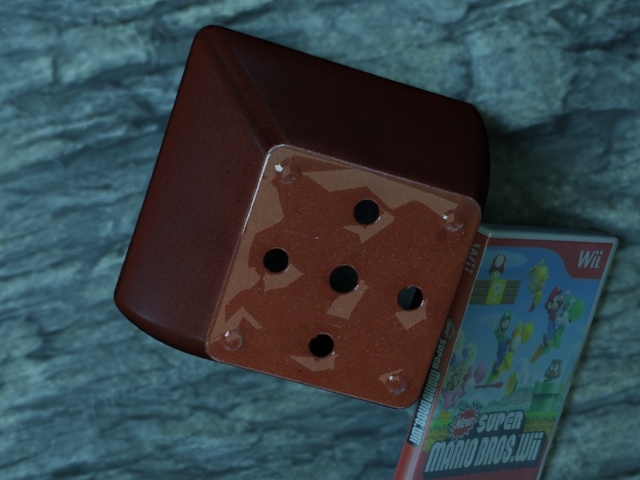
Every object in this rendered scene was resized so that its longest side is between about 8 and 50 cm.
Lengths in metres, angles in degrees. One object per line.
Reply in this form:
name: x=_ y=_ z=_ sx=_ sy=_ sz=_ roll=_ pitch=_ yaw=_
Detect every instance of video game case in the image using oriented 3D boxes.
video game case: x=0.158 y=0.125 z=1.734 sx=0.204 sy=0.025 sz=0.285 roll=3 pitch=108 yaw=-50

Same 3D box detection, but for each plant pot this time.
plant pot: x=0.000 y=0.000 z=1.626 sx=0.267 sy=0.236 sz=0.267 roll=16 pitch=101 yaw=-14
